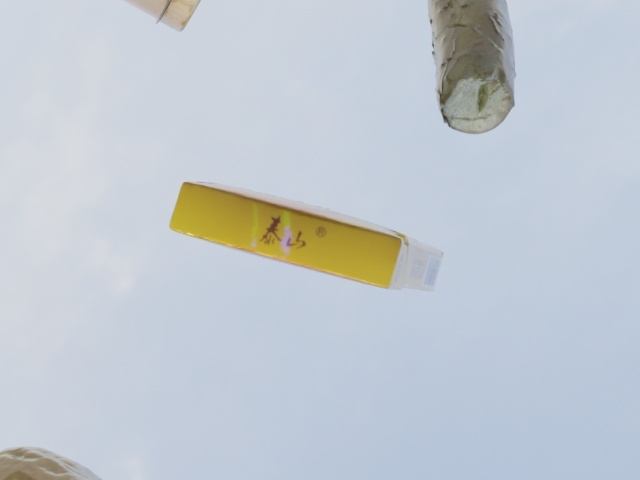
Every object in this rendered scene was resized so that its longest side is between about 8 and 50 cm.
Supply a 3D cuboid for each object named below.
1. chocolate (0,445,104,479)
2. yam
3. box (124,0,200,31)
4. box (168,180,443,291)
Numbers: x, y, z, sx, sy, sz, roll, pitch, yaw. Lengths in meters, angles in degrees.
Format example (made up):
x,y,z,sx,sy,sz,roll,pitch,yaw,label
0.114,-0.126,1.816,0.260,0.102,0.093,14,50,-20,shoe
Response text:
x,y,z,sx,sy,sz,roll,pitch,yaw,label
-0.150,0.223,1.064,0.309,0.134,0.134,11,-126,48,chocolate
0.118,-0.192,1.273,0.067,0.071,0.317,3,-141,-1,yam
-0.061,-0.156,0.794,0.105,0.037,0.105,-60,-171,17,box
0.000,0.000,1.145,0.152,0.269,0.043,14,-91,9,box
